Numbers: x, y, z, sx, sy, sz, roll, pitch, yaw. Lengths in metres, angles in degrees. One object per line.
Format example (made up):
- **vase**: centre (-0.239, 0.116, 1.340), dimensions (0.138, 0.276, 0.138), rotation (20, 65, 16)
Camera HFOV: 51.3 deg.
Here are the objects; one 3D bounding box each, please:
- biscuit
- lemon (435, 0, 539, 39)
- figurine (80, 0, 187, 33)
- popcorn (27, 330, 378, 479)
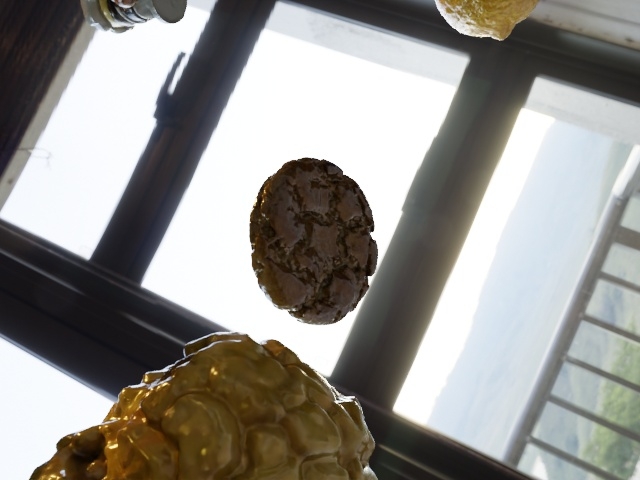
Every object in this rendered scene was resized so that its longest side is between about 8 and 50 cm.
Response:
- **biscuit**: centre (0.000, 0.000, 0.837), dimensions (0.226, 0.042, 0.225), rotation (11, -106, -45)
- **lemon**: centre (0.202, -0.338, 0.813), dimensions (0.142, 0.142, 0.186), rotation (-10, -93, -69)
- **figurine**: centre (-0.440, -0.544, 1.513), dimensions (0.176, 0.237, 0.132), rotation (-11, -75, -59)
- **popcorn**: centre (-0.114, 0.211, 0.582), dimensions (0.332, 0.225, 0.265), rotation (-20, -10, -31)
